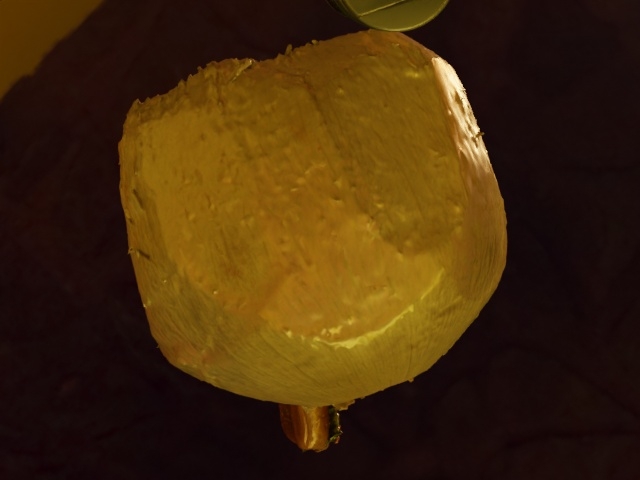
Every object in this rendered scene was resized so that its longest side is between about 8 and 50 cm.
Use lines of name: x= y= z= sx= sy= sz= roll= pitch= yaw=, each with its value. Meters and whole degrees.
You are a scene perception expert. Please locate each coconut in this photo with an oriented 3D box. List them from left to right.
coconut: x=0.000 y=0.000 z=0.852 sx=0.297 sy=0.297 sz=0.255 roll=14 pitch=-121 yaw=-63

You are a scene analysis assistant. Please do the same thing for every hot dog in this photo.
hot dog: x=-0.017 y=0.119 z=1.074 sx=0.072 sy=0.055 sz=0.188 roll=-150 pitch=51 yaw=-66

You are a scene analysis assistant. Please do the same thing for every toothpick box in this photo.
toothpick box: x=0.026 y=-0.118 z=0.478 sx=0.052 sy=0.052 sz=0.083 roll=44 pitch=-175 yaw=-14
